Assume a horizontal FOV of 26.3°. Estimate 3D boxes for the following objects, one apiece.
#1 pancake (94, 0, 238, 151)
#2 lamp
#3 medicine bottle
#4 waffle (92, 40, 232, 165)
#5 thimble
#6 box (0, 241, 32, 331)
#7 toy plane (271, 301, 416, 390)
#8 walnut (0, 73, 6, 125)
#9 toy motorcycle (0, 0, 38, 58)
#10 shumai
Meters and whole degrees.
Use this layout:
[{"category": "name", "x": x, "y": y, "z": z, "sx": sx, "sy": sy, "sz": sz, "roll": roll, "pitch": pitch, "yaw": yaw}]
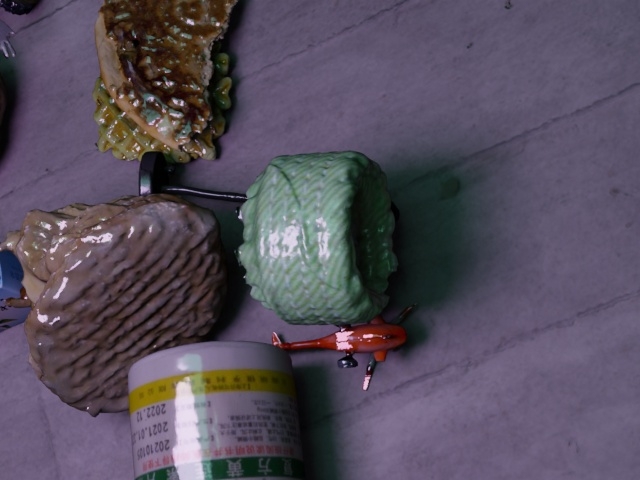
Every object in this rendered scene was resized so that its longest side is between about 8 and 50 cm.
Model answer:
[{"category": "pancake", "x": -0.195, "y": -0.268, "z": 1.913, "sx": 0.244, "sy": 0.057, "sz": 0.266, "roll": -41, "pitch": 70, "yaw": -14}, {"category": "lamp", "x": -0.083, "y": -0.031, "z": 1.820, "sx": 0.371, "sy": 0.130, "sz": 0.108, "roll": 16, "pitch": 63, "yaw": 16}, {"category": "medicine bottle", "x": -0.120, "y": 0.308, "z": 1.668, "sx": 0.208, "sy": 0.208, "sz": 0.339, "roll": -14, "pitch": 70, "yaw": 18}, {"category": "waffle", "x": -0.225, "y": -0.205, "z": 1.942, "sx": 0.214, "sy": 0.054, "sz": 0.207, "roll": 2, "pitch": 73, "yaw": 16}, {"category": "thimble", "x": 0.000, "y": 0.000, "z": 1.657, "sx": 0.150, "sy": 0.219, "sz": 0.218, "roll": -3, "pitch": 74, "yaw": 19}, {"category": "box", "x": -0.511, "y": 0.088, "z": 1.923, "sx": 0.232, "sy": 0.142, "sz": 0.083, "roll": -21, "pitch": 68, "yaw": 15}, {"category": "toy plane", "x": 0.019, "y": 0.120, "z": 1.740, "sx": 0.194, "sy": 0.077, "sz": 0.126, "roll": 14, "pitch": 94, "yaw": 25}, {"category": "walnut", "x": -0.542, "y": -0.179, "z": 1.995, "sx": 0.178, "sy": 0.178, "sz": 0.230, "roll": 1, "pitch": 94, "yaw": 22}, {"category": "toy motorcycle", "x": -0.519, "y": -0.419, "z": 2.044, "sx": 0.134, "sy": 0.207, "sz": 0.400, "roll": -34, "pitch": 66, "yaw": 42}, {"category": "shumai", "x": -0.277, "y": 0.034, "z": 1.811, "sx": 0.314, "sy": 0.267, "sz": 0.262, "roll": -51, "pitch": 42, "yaw": 11}]
